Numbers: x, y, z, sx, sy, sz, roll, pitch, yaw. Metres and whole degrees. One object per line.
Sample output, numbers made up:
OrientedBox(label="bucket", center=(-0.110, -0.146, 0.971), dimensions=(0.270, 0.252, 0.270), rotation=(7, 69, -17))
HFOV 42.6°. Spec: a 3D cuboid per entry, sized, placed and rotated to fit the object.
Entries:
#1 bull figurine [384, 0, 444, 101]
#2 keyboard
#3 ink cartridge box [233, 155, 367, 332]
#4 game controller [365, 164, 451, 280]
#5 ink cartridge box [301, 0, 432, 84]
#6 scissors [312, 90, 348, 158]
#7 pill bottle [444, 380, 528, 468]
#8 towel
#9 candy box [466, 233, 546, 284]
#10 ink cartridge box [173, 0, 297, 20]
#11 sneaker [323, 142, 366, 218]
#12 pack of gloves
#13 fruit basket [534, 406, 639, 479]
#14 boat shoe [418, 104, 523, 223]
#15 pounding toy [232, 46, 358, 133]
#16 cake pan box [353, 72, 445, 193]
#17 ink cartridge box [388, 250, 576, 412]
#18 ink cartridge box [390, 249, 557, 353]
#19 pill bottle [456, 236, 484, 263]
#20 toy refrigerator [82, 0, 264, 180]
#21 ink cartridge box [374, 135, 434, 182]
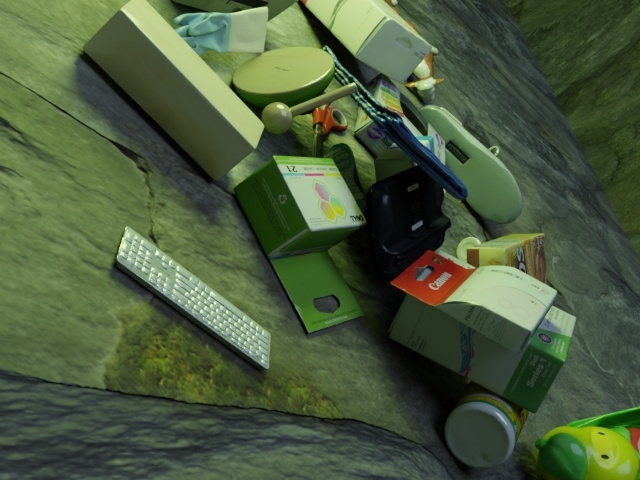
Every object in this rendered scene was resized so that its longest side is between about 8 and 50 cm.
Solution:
OrientedBox(label="bull figurine", center=(0.234, -0.525, 2.223), dimensions=(0.310, 0.101, 0.188), rotation=(52, 24, -11))
OrientedBox(label="keyboard", center=(-0.158, 0.077, 1.065), dimensions=(0.256, 0.014, 0.072), rotation=(41, 32, -26))
OrientedBox(label="ink cartridge box", center=(0.000, 0.000, 1.304), dimensions=(0.188, 0.097, 0.255), rotation=(-8, 66, -60))
OrientedBox(label="game controller", center=(0.157, -0.040, 1.472), dimensions=(0.319, 0.067, 0.167), rotation=(-27, 103, -61))
OrientedBox(label="ink cartridge box", center=(0.096, -0.511, 1.899), dimensions=(0.207, 0.117, 0.283), rotation=(15, 31, -51))
OrientedBox(label="scissors", center=(-0.008, -0.222, 1.614), dimensions=(0.109, 0.021, 0.297), rotation=(51, 29, -13))
OrientedBox(label="pill bottle", center=(0.296, 0.297, 1.423), dimensions=(0.118, 0.117, 0.208), rotation=(56, 28, 2))
OrientedBox(label="towel", center=(0.130, -0.217, 1.481), dimensions=(0.243, 0.040, 0.336), rotation=(37, 14, -36))
OrientedBox(label="candy box", center=(0.408, 0.089, 1.774), dimensions=(0.316, 0.087, 0.183), rotation=(-12, 100, -61))
OrientedBox(label="ink cartridge box", center=(-0.182, -0.536, 1.549), dimensions=(0.273, 0.114, 0.197), rotation=(-6, 74, -60))
OrientedBox(label="sneaker", center=(0.049, -0.103, 1.538), dimensions=(0.076, 0.065, 0.167), rotation=(52, 24, -63))
OrientedBox(label="pack of gloves", center=(-0.179, -0.412, 1.392), dimensions=(0.046, 0.195, 0.232), rotation=(27, 30, 32))
OrientedBox(label="fruit basket", center=(0.583, 0.464, 1.572), dimensions=(0.392, 0.282, 0.392), rotation=(-18, 90, -72))
OrientedBox(label="boat shoe", center=(0.376, -0.203, 2.085), dimensions=(0.367, 0.136, 0.156), rotation=(44, 26, -1))
OrientedBox(label="pounding toy", center=(-0.048, -0.246, 1.454), dimensions=(0.237, 0.182, 0.110), rotation=(-124, -162, -51))
OrientedBox(label="cake pan box", center=(0.189, -0.236, 1.879), dimensions=(0.246, 0.070, 0.267), rotation=(47, 28, -20))
OrientedBox(label="ink cartridge box", center=(0.285, 0.150, 1.433), dimensions=(0.278, 0.117, 0.201), rotation=(27, 25, 13))
OrientedBox(label="ink cartridge box", center=(0.258, 0.078, 1.354), dimensions=(0.232, 0.066, 0.189), rotation=(33, 29, 15))
OrientedBox(label="pill bottle", center=(0.364, 0.037, 1.860), dimensions=(0.116, 0.065, 0.065), rotation=(23, 42, -46))
OrientedBox(label="toy refrigerator", center=(-0.214, -0.222, 1.219), dimensions=(0.269, 0.094, 0.102), rotation=(46, 23, -19))
OrientedBox(label="ink cartridge box", center=(0.177, -0.123, 1.665), dimensions=(0.190, 0.082, 0.140), rotation=(-42, 129, -61))
